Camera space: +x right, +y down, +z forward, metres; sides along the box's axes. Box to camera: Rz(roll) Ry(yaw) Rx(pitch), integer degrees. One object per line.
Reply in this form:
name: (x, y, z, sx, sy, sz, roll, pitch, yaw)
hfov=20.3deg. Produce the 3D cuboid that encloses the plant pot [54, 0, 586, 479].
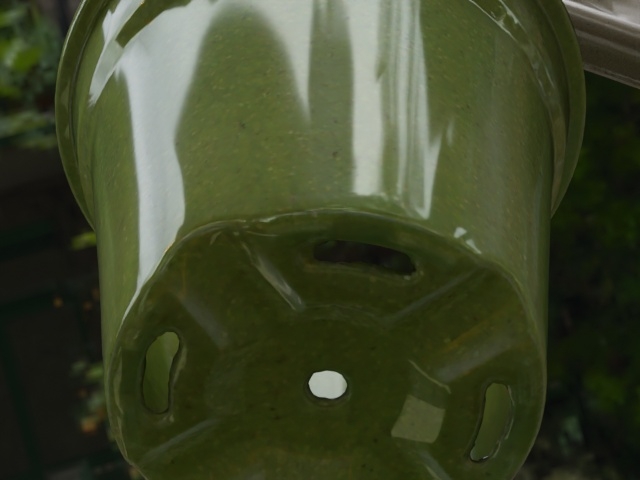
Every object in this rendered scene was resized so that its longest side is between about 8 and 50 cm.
plant pot: (0.000, 0.000, 0.822, 0.276, 0.276, 0.254, -17, 30, 10)

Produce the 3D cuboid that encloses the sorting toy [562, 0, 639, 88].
sorting toy: (0.177, -0.207, 1.175, 0.041, 0.307, 0.229, 96, -160, -48)
